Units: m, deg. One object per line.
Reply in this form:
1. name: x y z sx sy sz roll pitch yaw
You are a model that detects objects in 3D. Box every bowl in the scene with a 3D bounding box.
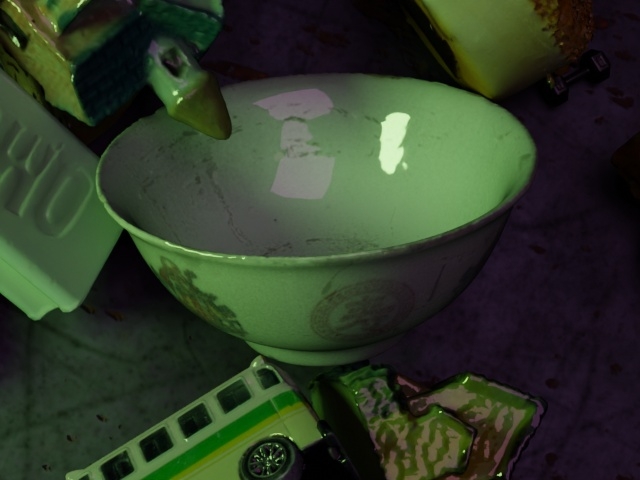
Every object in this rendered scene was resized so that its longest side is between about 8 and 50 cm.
1. bowl: 0.000 0.000 1.652 0.434 0.435 0.196 -9 118 -12

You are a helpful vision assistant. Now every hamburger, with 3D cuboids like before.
1. hamburger: 0.172 -0.286 1.747 0.179 0.294 0.276 -36 70 3

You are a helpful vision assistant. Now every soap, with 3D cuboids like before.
1. soap: -0.319 -0.063 1.619 0.265 0.087 0.160 44 54 -28

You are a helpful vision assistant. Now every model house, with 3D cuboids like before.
1. model house: -0.180 -0.236 1.599 0.267 0.194 0.325 -42 94 -28
2. model house: 0.121 0.180 1.678 0.211 0.194 0.170 -18 81 -14

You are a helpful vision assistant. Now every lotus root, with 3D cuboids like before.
1. lotus root: -0.264 -0.191 1.724 0.159 0.095 0.135 38 58 16

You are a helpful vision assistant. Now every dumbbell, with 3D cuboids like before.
1. dumbbell: 0.288 -0.185 1.869 0.083 0.040 0.036 -29 115 -15

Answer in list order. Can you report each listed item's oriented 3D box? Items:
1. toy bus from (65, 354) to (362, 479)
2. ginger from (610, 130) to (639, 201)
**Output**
1. toy bus: -0.123 0.258 1.600 0.305 0.143 0.179 -32 43 -3
2. ginger: 0.544 -0.041 1.820 0.418 0.176 0.254 -15 89 -11
